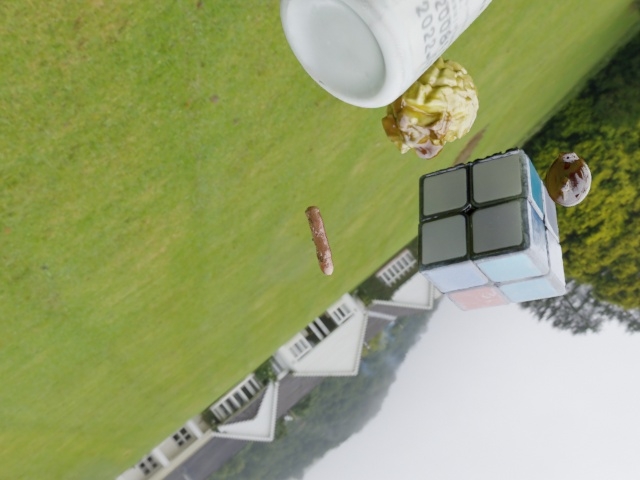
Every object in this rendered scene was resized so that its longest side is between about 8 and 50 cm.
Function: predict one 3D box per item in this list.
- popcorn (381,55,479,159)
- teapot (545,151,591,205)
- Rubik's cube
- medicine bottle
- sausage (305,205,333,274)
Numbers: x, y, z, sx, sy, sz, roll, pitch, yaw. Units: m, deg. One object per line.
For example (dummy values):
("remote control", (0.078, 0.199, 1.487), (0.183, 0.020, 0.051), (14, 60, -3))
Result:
("popcorn", (0.275, -0.350, 1.607), (0.332, 0.225, 0.265), (-89, -169, -47))
("teapot", (0.556, -0.139, 1.419), (0.098, 0.129, 0.078), (10, -158, 32))
("Rubik's cube", (0.470, -0.017, 1.737), (0.316, 0.318, 0.313), (-15, -124, 32))
("medicine bottle", (0.134, -0.374, 0.870), (0.371, 0.211, 0.211), (-48, -179, -21))
("sausage", (0.000, 0.000, 1.377), (0.036, 0.158, 0.042), (-16, 175, 19))
